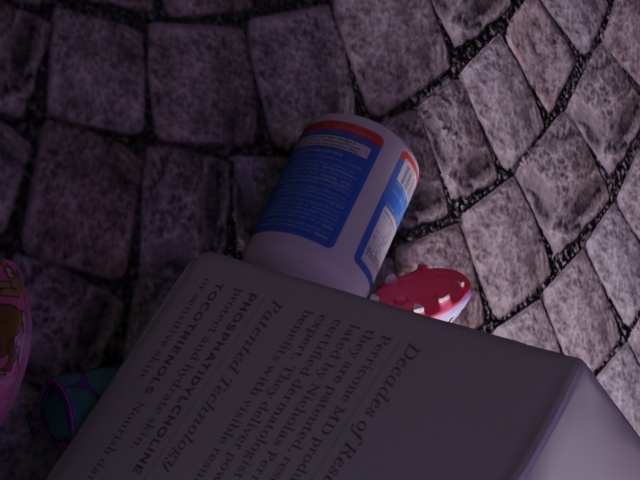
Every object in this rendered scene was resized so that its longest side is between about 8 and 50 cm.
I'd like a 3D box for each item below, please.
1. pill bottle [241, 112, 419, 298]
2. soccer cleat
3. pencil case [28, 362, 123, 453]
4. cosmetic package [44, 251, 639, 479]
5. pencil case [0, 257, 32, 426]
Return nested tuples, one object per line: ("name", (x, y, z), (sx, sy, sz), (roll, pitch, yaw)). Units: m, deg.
("pill bottle", (0.000, 0.000, 1.313), (0.124, 0.124, 0.221), (45, 57, -32))
("soccer cleat", (0.070, 0.108, 1.413), (0.248, 0.083, 0.095), (-38, 138, -43))
("pencil case", (-0.165, 0.138, 1.178), (0.151, 0.064, 0.070), (-7, 89, -45))
("cosmetic package", (0.031, 0.258, 1.070), (0.327, 0.393, 0.329), (-57, 133, -18))
("pencil case", (-0.383, 0.058, 0.915), (0.386, 0.167, 0.160), (11, 41, -43))
